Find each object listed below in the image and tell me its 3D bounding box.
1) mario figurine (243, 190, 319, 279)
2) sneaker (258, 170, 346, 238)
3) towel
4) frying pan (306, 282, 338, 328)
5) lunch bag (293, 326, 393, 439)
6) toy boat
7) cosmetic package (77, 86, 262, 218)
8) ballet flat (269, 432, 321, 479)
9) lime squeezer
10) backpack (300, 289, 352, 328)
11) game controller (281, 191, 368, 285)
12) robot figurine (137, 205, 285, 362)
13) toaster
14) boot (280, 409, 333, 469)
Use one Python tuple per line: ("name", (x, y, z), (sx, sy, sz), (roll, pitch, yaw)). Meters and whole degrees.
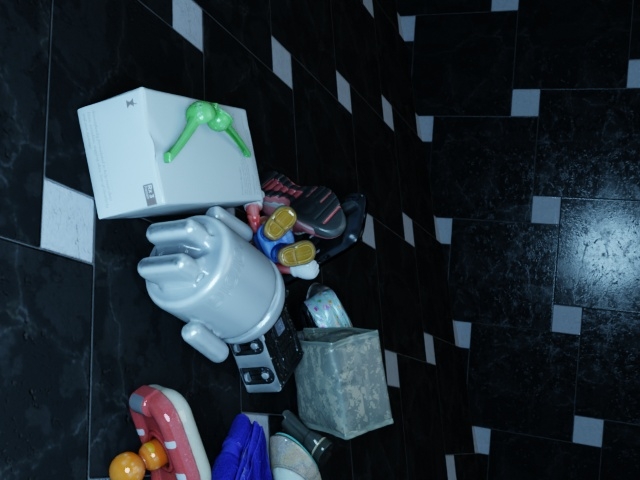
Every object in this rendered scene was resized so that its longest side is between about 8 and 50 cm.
("mario figurine", (-0.091, -0.018, 1.694), (0.320, 0.170, 0.197), (178, -82, -71))
("sneaker", (-0.045, -0.067, 1.836), (0.116, 0.314, 0.136), (-41, 137, -23))
("towel", (-0.150, 0.510, 1.464), (0.308, 0.076, 0.227), (-69, 150, -72))
("frying pan", (0.026, 0.277, 2.127), (0.197, 0.053, 0.325), (13, 65, -63))
("lunch bag", (0.028, 0.337, 1.827), (0.169, 0.287, 0.235), (-11, 93, -32))
("toy boat", (-0.289, 0.372, 1.276), (0.151, 0.151, 0.231), (-24, 103, -35))
("cosmetic package", (-0.281, -0.162, 1.482), (0.385, 0.156, 0.217), (-5, 84, -66))
("ballet flat", (-0.047, 0.582, 1.748), (0.316, 0.108, 0.106), (62, 38, -32))
("lime squeezer", (-0.202, -0.209, 1.418), (0.310, 0.059, 0.109), (-19, 95, -68))
("backpack", (0.022, 0.224, 1.993), (0.181, 0.115, 0.152), (64, -14, -11))
("game controller", (0.000, 0.000, 1.872), (0.067, 0.319, 0.166), (26, 51, -31))
("robot figurine", (-0.202, 0.084, 1.477), (0.353, 0.200, 0.299), (42, 52, -51))
("toaster", (-0.124, 0.233, 1.711), (0.185, 0.110, 0.168), (-50, 126, -61))
("boot", (-0.045, 0.498, 1.831), (0.077, 0.137, 0.197), (-38, 156, -37))
